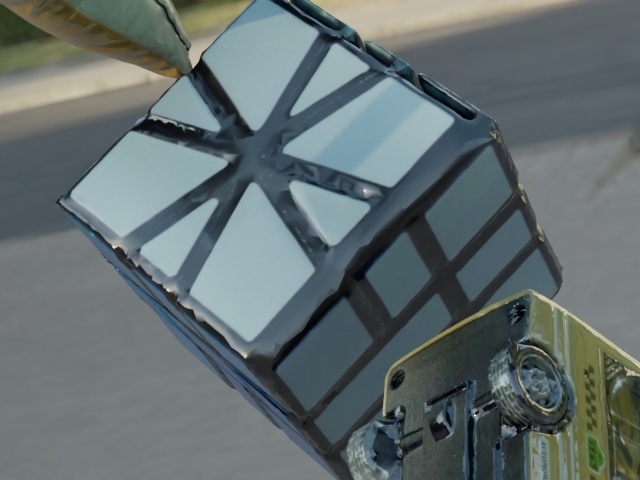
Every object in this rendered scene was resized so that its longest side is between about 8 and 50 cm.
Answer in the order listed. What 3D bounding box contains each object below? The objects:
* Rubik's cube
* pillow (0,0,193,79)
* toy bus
[{"bbox_3d":[0.000,0.000,1.580,0.288,0.283,0.293,35,80,35],"label":"Rubik's cube"},{"bbox_3d":[-0.259,-0.281,1.559,0.119,0.310,0.312,-45,-23,10],"label":"pillow"},{"bbox_3d":[0.142,0.233,1.235,0.177,0.202,0.365,-32,41,40],"label":"toy bus"}]
